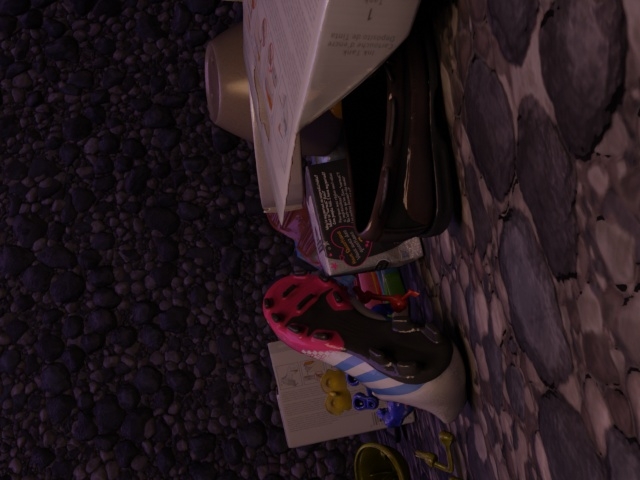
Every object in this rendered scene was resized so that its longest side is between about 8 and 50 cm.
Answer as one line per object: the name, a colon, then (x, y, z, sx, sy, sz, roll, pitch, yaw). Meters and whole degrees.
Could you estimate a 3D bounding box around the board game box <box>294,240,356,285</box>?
board game box: (0.000, 0.000, 1.751, 0.160, 0.039, 0.211, 32, -155, -30)

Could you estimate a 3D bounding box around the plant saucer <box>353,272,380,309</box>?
plant saucer: (0.104, 0.069, 1.756, 0.259, 0.048, 0.258, -141, 39, -86)

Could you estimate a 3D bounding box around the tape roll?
tape roll: (-0.075, -0.242, 1.166, 0.392, 0.072, 0.391, 175, 90, -87)

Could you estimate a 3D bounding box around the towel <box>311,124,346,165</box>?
towel: (0.010, -0.271, 1.787, 0.374, 0.090, 0.320, 89, 168, -79)

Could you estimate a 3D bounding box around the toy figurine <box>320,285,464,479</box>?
toy figurine: (0.139, 0.223, 1.119, 0.217, 0.191, 0.362, -22, -83, -62)

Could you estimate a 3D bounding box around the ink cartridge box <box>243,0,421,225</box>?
ink cartridge box: (-0.001, -0.251, 0.703, 0.385, 0.091, 0.308, 105, 157, -48)

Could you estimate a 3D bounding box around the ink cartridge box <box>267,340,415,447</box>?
ink cartridge box: (0.042, 0.291, 1.503, 0.060, 0.275, 0.238, -111, 10, -80)

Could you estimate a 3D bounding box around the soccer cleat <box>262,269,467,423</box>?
soccer cleat: (0.049, 0.146, 0.950, 0.331, 0.116, 0.143, 20, 147, 45)

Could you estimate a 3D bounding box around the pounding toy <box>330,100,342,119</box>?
pounding toy: (0.043, -0.204, 0.879, 0.237, 0.110, 0.182, 85, 173, -71)

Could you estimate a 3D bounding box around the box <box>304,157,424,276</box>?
box: (0.056, -0.030, 1.097, 0.247, 0.142, 0.163, 103, 156, -86)

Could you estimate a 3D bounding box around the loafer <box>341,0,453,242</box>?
loafer: (0.056, -0.145, 0.713, 0.109, 0.095, 0.302, -8, 94, 65)

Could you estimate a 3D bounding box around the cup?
cup: (-0.112, -0.335, 1.505, 0.331, 0.237, 0.331, 174, 90, -72)

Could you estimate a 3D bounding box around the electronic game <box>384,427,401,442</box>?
electronic game: (0.169, 0.400, 1.829, 0.229, 0.048, 0.229, 169, 90, -88)

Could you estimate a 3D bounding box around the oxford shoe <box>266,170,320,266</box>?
oxford shoe: (-0.013, -0.058, 1.646, 0.140, 0.147, 0.397, -60, 40, 24)

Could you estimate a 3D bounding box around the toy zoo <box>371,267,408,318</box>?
toy zoo: (0.122, 0.062, 1.387, 0.192, 0.030, 0.293, 80, 178, -48)
